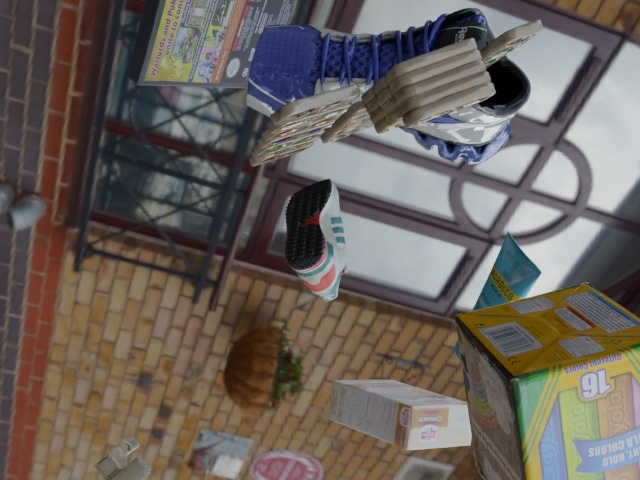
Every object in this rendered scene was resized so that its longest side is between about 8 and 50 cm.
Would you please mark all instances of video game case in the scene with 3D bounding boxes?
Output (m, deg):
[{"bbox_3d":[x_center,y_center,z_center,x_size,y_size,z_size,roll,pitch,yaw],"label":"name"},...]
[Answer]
[{"bbox_3d":[-0.131,-0.347,1.065,0.035,0.248,0.274,41,-58,30],"label":"video game case"}]

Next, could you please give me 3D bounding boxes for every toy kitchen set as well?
[{"bbox_3d":[-0.270,0.334,1.112,0.068,0.083,0.075,-41,174,15],"label":"toy kitchen set"}]

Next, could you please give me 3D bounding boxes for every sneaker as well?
[{"bbox_3d":[0.088,-0.188,0.803,0.182,0.316,0.127,129,-28,-72],"label":"sneaker"},{"bbox_3d":[0.000,0.000,0.836,0.161,0.057,0.075,-86,153,-52],"label":"sneaker"}]

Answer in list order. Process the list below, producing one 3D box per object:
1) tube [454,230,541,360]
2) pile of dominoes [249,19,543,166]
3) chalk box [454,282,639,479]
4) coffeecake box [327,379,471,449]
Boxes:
[{"bbox_3d":[0.241,0.089,1.026,0.080,0.052,0.207,56,-36,38],"label":"tube"},{"bbox_3d":[0.046,-0.091,0.585,0.251,0.196,0.040,164,-95,-79],"label":"pile of dominoes"},{"bbox_3d":[0.210,0.166,0.643,0.132,0.132,0.213,-122,-162,-70],"label":"chalk box"},{"bbox_3d":[0.126,0.272,1.191,0.185,0.142,0.068,6,-92,52],"label":"coffeecake box"}]
